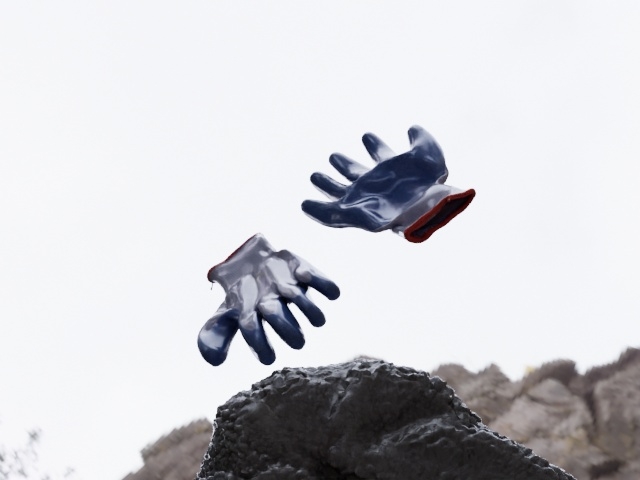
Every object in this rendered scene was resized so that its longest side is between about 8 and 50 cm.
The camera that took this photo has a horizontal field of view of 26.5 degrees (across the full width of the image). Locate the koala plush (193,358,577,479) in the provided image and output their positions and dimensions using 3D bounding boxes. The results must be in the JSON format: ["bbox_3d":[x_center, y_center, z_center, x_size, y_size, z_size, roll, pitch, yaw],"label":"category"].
[{"bbox_3d":[0.032,0.193,0.751,0.196,0.203,0.221,-34,-37,-16],"label":"koala plush"}]

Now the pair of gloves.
[{"bbox_3d":[0.000,0.000,0.826,0.198,0.159,0.023,-38,-66,-5],"label":"pair of gloves"}]
